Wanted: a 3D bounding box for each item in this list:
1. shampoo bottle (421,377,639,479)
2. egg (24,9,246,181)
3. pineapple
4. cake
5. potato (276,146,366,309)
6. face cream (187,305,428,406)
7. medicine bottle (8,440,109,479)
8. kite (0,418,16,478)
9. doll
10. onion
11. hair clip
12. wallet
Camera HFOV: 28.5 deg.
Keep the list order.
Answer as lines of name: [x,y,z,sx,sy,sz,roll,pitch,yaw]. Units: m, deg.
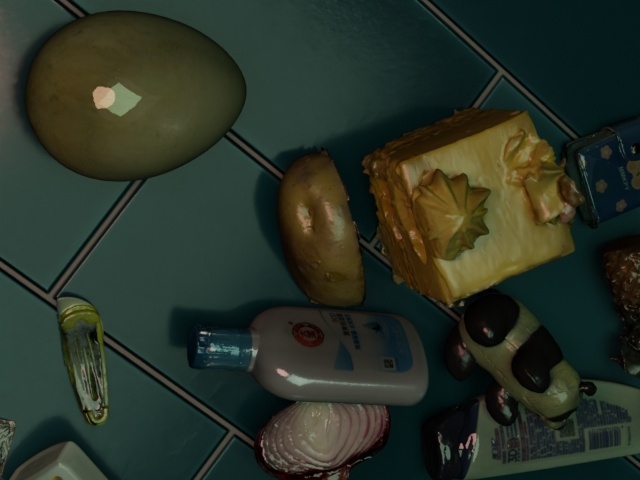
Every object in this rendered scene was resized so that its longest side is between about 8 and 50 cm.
shampoo bottle: [0.333,0.285,1.942,0.359,0.078,0.134,-5,89,-17]
egg: [-0.233,-0.189,1.624,0.295,0.218,0.218,-11,101,-27]
pineapple: [0.500,0.110,1.962,0.119,0.111,0.237,-9,108,14]
cake: [0.210,-0.047,1.746,0.227,0.286,0.222,-24,104,-13]
potato: [0.000,0.000,1.767,0.098,0.138,0.243,-17,100,-10]
face cream: [-0.019,0.159,1.778,0.337,0.163,0.080,6,131,-18]
medicine bottle: [-0.319,0.388,1.733,0.121,0.083,0.229,-29,110,25]
kite: [-0.525,0.314,1.708,0.250,0.012,0.229,-28,104,-11]
doll: [0.292,0.177,1.861,0.135,0.143,0.234,-32,75,-34]
onion: [0.002,0.294,1.823,0.206,0.098,0.151,-10,77,-15]
hair clip: [-0.322,0.165,1.739,0.060,0.033,0.188,-11,98,-18]
wallet: [0.480,-0.117,1.943,0.202,0.059,0.141,-22,102,-13]
